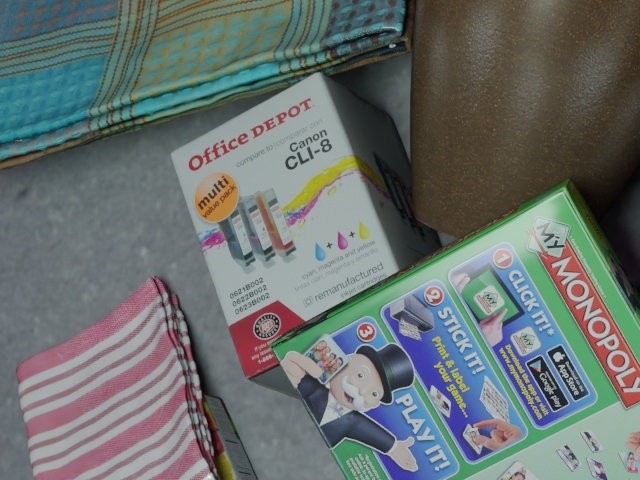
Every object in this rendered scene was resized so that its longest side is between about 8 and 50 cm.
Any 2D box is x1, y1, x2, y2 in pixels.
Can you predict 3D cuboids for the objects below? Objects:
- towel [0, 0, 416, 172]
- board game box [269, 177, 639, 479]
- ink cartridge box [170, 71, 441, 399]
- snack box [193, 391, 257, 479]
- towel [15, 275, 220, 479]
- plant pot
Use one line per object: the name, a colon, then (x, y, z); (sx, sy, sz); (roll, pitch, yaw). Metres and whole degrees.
towel: (-0.100, -0.195, 1.439); (0.370, 0.040, 0.271); (-14, 50, 23)
board game box: (0.139, 0.150, 1.226); (0.213, 0.046, 0.317); (-29, 93, 16)
ink cartridge box: (0.000, 0.000, 1.351); (0.128, 0.127, 0.176); (-28, 67, 17)
snack box: (-0.116, 0.186, 1.412); (0.141, 0.037, 0.100); (-32, 65, 15)
towel: (-0.150, 0.130, 1.408); (0.144, 0.029, 0.197); (-33, 44, 15)
plant pot: (0.146, -0.108, 1.283); (0.215, 0.215, 0.230); (22, 102, 27)
